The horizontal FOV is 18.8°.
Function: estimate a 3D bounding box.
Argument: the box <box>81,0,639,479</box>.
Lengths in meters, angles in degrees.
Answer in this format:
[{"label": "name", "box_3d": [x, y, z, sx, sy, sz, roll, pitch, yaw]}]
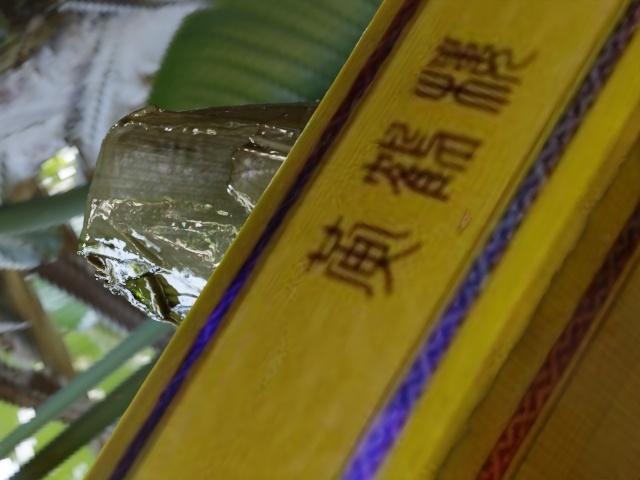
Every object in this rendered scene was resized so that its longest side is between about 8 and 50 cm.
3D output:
[{"label": "box", "box_3d": [0.106, 0.062, 0.442, 0.301, 0.084, 0.193, 42, -106, -39]}]

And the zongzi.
[{"label": "zongzi", "box_3d": [0.000, 0.000, 0.871, 0.274, 0.300, 0.145, 12, -90, 11]}]
